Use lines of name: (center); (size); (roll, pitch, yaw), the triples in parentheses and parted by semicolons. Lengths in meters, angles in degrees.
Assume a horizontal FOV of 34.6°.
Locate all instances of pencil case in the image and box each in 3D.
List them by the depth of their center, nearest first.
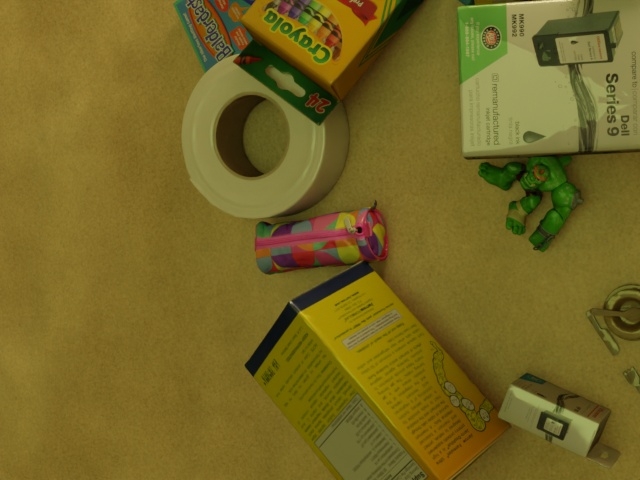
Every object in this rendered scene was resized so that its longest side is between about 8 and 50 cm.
pencil case: (0.000, 0.000, 1.731); (0.236, 0.104, 0.104); (-10, 90, 27)

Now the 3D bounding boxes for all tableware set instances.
tableware set: (0.492, 0.156, 1.531); (0.128, 0.039, 0.194); (-37, 78, 24)

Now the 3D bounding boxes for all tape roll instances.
tape roll: (-0.098, -0.178, 1.765); (0.286, 0.100, 0.286); (2, 96, 26)

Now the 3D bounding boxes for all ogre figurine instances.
ogre figurine: (0.321, -0.093, 1.572); (0.118, 0.097, 0.197); (-38, 61, 42)

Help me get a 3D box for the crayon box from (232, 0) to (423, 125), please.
crayon box: (0.019, -0.367, 1.641); (0.202, 0.081, 0.318); (37, 87, 19)

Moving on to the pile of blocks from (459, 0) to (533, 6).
pile of blocks: (0.268, -0.456, 1.567); (0.149, 0.112, 0.362); (-2, 89, 45)

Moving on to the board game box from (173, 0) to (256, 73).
board game box: (-0.141, -0.399, 1.797); (0.210, 0.047, 0.160); (-30, 81, 26)

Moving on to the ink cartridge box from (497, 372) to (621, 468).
ink cartridge box: (0.374, 0.271, 1.563); (0.180, 0.104, 0.060); (23, 103, 22)

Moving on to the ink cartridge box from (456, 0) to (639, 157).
ink cartridge box: (0.339, -0.223, 1.418); (0.289, 0.121, 0.211); (-2, 92, 11)

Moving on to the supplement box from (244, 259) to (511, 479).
supplement box: (0.086, 0.245, 1.624); (0.356, 0.195, 0.194); (49, 135, 15)
